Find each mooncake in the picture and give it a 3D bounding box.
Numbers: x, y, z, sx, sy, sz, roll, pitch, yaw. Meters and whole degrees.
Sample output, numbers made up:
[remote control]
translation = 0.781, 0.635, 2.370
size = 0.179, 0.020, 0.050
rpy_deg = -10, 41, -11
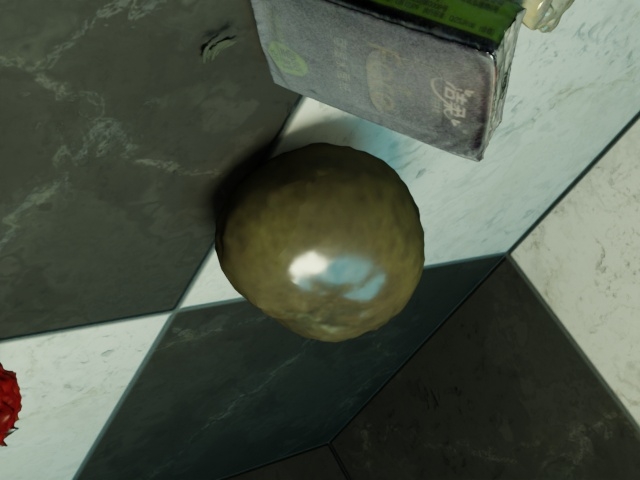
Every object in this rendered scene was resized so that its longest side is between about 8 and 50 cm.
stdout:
[mooncake]
translation = -0.237, -0.329, 1.230
size = 0.150, 0.057, 0.347
rpy_deg = -22, 158, 8

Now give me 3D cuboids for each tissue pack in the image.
[tissue pack]
translation = 0.096, -0.296, 1.287
size = 0.124, 0.394, 0.288
rpy_deg = -61, 163, -20

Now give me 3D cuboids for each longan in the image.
[longan]
translation = 0.008, -0.005, 1.731
size = 0.404, 0.404, 0.436
rpy_deg = -40, 127, 16

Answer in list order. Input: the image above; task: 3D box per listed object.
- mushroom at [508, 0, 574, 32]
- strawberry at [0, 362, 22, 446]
[mushroom]
translation = 0.257, -0.465, 1.223
size = 0.314, 0.336, 0.314
rpy_deg = -30, 162, -11
[strawberry]
translation = -0.769, 0.303, 1.572
size = 0.318, 0.295, 0.345
rpy_deg = -24, 124, 22
